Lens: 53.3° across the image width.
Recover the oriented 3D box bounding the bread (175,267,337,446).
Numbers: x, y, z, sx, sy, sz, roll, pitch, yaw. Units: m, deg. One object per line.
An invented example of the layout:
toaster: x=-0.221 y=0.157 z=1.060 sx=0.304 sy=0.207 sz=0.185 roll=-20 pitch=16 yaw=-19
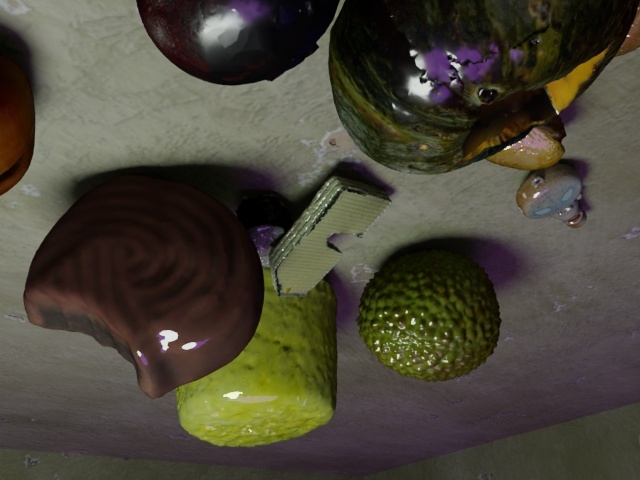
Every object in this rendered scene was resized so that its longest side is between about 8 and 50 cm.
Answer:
bread: x=-0.134 y=0.225 z=1.253 sx=0.348 sy=0.307 sz=0.348 roll=-1 pitch=148 yaw=-1

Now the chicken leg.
chicken leg: x=0.226 y=-0.151 z=0.887 sx=0.251 sy=0.087 sz=0.107 roll=6 pitch=138 yaw=-7

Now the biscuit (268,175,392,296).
biscuit: x=0.000 y=0.000 z=1.051 sx=0.147 sy=0.046 sz=0.250 roll=6 pitch=131 yaw=-51

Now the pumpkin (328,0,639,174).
pumpkin: x=0.155 y=-0.199 z=0.632 sx=0.320 sy=0.192 sz=0.320 roll=-29 pitch=166 yaw=-8

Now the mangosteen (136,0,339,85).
mangosteen: x=-0.087 y=-0.255 z=0.574 sx=0.194 sy=0.194 sz=0.230 roll=-20 pitch=122 yaw=24

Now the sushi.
sushi: x=-0.090 y=-0.015 z=1.072 sx=0.090 sy=0.078 sz=0.150 roll=-15 pitch=149 yaw=4

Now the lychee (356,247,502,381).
lychee: x=0.212 y=0.143 z=1.222 sx=0.320 sy=0.270 sz=0.270 roll=-31 pitch=165 yaw=-33

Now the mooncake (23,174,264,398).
mooncake: x=-0.258 y=0.055 z=0.926 sx=0.334 sy=0.326 sz=0.174 roll=-22 pitch=150 yaw=-15

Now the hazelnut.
hazelnut: x=-0.419 y=-0.120 z=0.711 sx=0.208 sy=0.208 sz=0.208 roll=-4 pitch=150 yaw=-2

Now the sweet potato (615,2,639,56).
sweet potato: x=0.382 y=-0.284 z=0.689 sx=0.066 sy=0.072 sz=0.314 roll=19 pitch=147 yaw=-13

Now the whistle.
whistle: x=0.400 y=-0.071 z=1.081 sx=0.107 sy=0.057 sz=0.220 roll=-38 pitch=143 yaw=23
